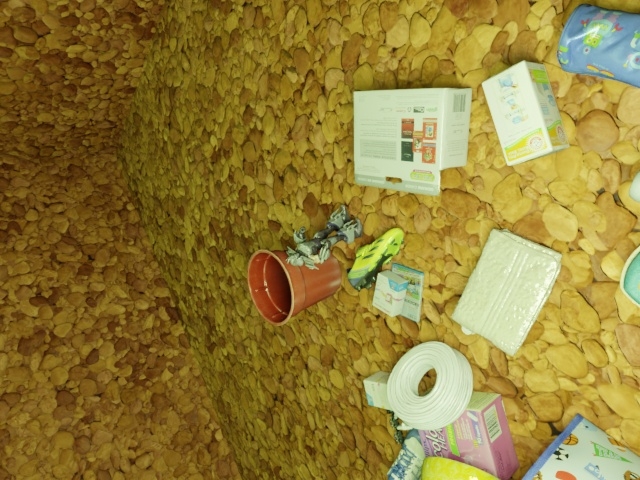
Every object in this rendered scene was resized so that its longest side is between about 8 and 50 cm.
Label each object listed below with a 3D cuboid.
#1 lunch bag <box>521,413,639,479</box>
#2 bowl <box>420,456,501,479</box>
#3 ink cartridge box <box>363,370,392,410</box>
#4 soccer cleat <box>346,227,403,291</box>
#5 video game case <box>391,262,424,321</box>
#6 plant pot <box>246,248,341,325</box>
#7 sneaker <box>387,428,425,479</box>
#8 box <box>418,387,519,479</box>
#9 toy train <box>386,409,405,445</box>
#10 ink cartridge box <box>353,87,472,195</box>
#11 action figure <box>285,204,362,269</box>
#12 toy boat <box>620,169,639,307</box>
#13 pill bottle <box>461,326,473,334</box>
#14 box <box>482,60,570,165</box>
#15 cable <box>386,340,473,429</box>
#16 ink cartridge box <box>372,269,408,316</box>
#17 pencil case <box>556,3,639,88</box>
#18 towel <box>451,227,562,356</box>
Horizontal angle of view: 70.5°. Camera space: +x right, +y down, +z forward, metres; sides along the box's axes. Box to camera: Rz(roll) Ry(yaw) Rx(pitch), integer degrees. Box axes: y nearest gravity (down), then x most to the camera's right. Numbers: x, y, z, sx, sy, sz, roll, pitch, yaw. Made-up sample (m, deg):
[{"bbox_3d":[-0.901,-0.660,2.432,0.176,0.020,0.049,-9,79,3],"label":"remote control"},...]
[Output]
[{"bbox_3d":[0.578,0.618,0.950,0.328,0.385,0.239,32,123,38],"label":"lunch bag"},{"bbox_3d":[0.395,0.728,1.219,0.289,0.156,0.289,21,146,15],"label":"bowl"},{"bbox_3d":[0.234,0.509,1.534,0.143,0.090,0.092,-7,96,48],"label":"ink cartridge box"},{"bbox_3d":[0.166,0.048,1.482,0.121,0.093,0.289,58,136,29],"label":"soccer cleat"},{"bbox_3d":[0.273,0.165,1.450,0.119,0.015,0.166,19,115,45],"label":"video game case"},{"bbox_3d":[-0.082,0.139,1.655,0.272,0.265,0.272,18,114,45],"label":"plant pot"},{"bbox_3d":[0.292,0.763,1.511,0.112,0.131,0.296,27,119,43],"label":"sneaker"},{"bbox_3d":[0.416,0.562,1.322,0.243,0.117,0.213,-14,90,50],"label":"box"},{"bbox_3d":[0.259,0.641,1.592,0.036,0.027,0.158,-24,82,53],"label":"toy train"},{"bbox_3d":[0.244,-0.282,1.269,0.309,0.130,0.271,18,115,45],"label":"ink cartridge box"},{"bbox_3d":[0.000,0.000,1.507,0.185,0.285,0.099,35,148,39],"label":"action figure"},{"bbox_3d":[0.676,0.009,0.846,0.267,0.148,0.318,-29,79,49],"label":"toy boat"},{"bbox_3d":[0.423,0.231,1.245,0.043,0.083,0.043,16,112,45],"label":"pill bottle"},{"bbox_3d":[0.466,-0.284,1.027,0.103,0.114,0.203,-18,87,48],"label":"box"},{"bbox_3d":[0.311,0.415,1.313,0.089,0.257,0.257,39,142,-27],"label":"cable"},{"bbox_3d":[0.223,0.170,1.456,0.088,0.052,0.122,28,122,41],"label":"ink cartridge box"},{"bbox_3d":[0.602,-0.346,0.850,0.306,0.119,0.133,40,105,36],"label":"pencil case"},{"bbox_3d":[0.467,0.124,1.146,0.187,0.049,0.282,32,106,36],"label":"towel"}]
